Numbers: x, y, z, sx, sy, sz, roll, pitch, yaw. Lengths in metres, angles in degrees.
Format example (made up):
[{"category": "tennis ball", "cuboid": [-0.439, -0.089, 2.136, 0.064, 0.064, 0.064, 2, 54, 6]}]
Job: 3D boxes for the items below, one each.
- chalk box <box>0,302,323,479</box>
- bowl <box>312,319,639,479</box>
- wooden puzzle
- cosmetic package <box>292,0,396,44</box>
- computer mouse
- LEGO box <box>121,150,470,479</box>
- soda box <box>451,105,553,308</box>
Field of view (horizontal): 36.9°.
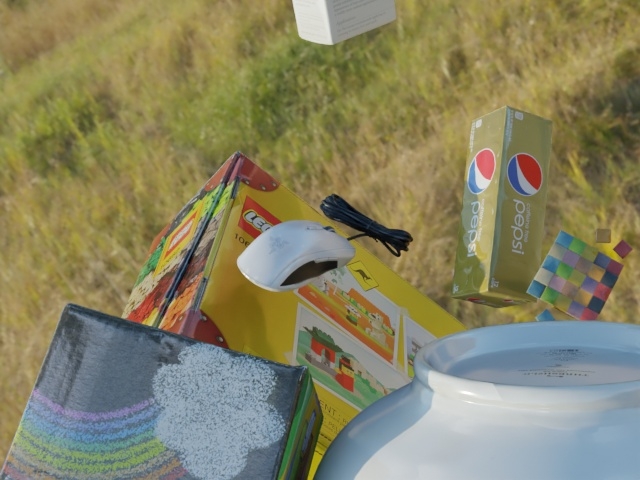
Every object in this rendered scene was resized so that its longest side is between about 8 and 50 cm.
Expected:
[{"category": "chalk box", "cuboid": [-0.089, 0.162, 0.482, 0.132, 0.132, 0.213, 14, 71, 8]}, {"category": "bowl", "cuboid": [0.121, 0.118, 0.474, 0.297, 0.134, 0.298, -3, 7, 0]}, {"category": "wooden puzzle", "cuboid": [0.174, 0.025, 0.654, 0.083, 0.049, 0.006, -60, -7, -8]}, {"category": "cosmetic package", "cuboid": [0.018, -0.383, 1.243, 0.117, 0.231, 0.085, -27, 31, -28]}, {"category": "computer mouse", "cuboid": [0.000, 0.000, 0.946, 0.106, 0.042, 0.193, 35, 35, 26]}, {"category": "LEGO box", "cuboid": [0.015, 0.187, 1.108, 0.193, 0.500, 0.372, -43, 19, 28]}, {"category": "soda box", "cuboid": [0.173, -0.030, 0.912, 0.061, 0.058, 0.181, -19, 60, 63]}]
